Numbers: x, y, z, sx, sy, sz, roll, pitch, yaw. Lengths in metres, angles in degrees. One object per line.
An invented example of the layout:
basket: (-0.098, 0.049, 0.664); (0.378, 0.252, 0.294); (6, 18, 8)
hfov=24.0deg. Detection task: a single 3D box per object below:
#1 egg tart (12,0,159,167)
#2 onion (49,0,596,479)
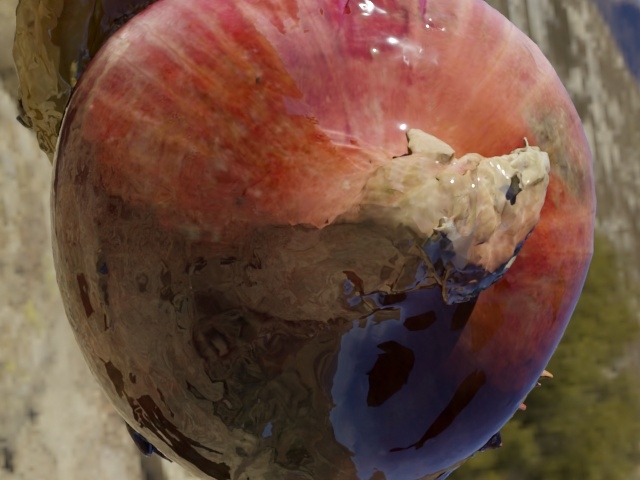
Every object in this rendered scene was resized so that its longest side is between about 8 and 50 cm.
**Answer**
egg tart: (-0.075, -0.193, 1.123); (0.169, 0.388, 0.388); (38, -26, 39)
onion: (0.006, -0.001, 0.930); (0.353, 0.353, 0.354); (-7, 90, -82)
